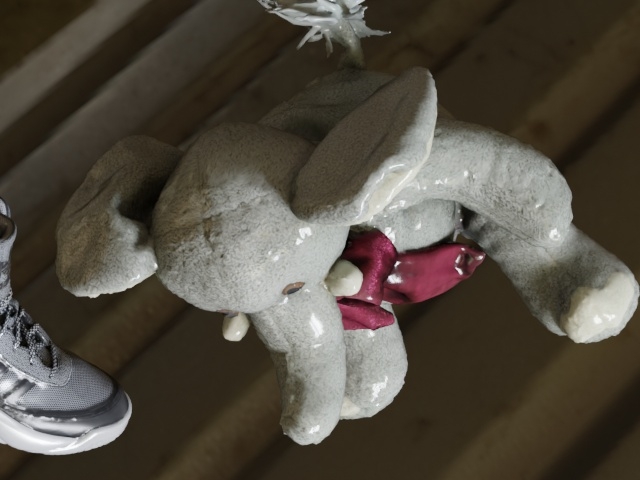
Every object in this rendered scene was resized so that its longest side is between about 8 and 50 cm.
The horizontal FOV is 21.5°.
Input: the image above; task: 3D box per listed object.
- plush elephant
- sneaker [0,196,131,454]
[{"bbox_3d":[0.000,0.000,1.046,0.272,0.330,0.255,-14,-162,37],"label":"plush elephant"},{"bbox_3d":[-0.242,0.059,1.267,0.153,0.268,0.101,-54,-156,27],"label":"sneaker"}]
